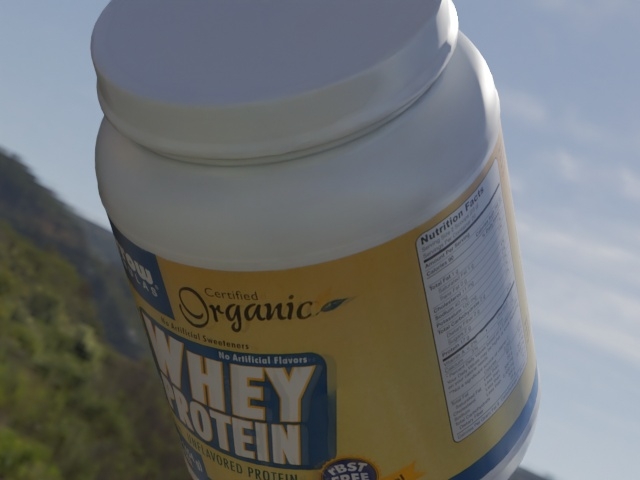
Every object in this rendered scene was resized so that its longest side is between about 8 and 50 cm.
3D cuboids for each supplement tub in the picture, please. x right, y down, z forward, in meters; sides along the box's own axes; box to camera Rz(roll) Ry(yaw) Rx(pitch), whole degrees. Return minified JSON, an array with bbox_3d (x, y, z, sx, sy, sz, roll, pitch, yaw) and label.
[{"bbox_3d":[0.000,0.000,0.637,0.144,0.144,0.200,20,-43,37],"label":"supplement tub"}]
